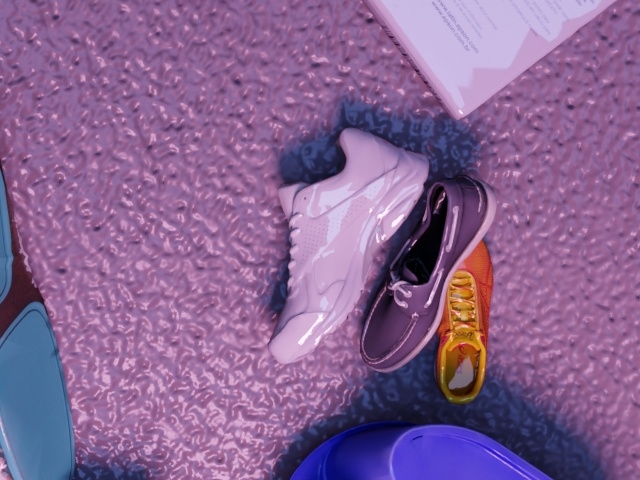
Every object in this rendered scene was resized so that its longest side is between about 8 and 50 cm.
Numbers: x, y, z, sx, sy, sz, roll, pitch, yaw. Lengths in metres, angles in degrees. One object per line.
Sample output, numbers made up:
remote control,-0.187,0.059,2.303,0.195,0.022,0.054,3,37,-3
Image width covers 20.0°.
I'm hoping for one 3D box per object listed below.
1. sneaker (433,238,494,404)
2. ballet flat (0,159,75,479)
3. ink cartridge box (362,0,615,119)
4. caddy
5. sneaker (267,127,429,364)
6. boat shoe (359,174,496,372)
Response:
sneaker,0.136,0.067,1.694,0.064,0.067,0.175,-5,98,-4
ballet flat,-0.318,0.058,1.603,0.147,0.147,0.409,-11,114,-5
ink cartridge box,0.154,-0.334,1.632,0.330,0.071,0.324,-38,100,-2
caddy,0.119,0.311,1.679,0.341,0.179,0.241,35,70,-11
sneaker,0.000,0.000,1.666,0.115,0.090,0.232,30,85,-4
boat shoe,0.083,0.029,1.658,0.065,0.075,0.206,10,115,-49
